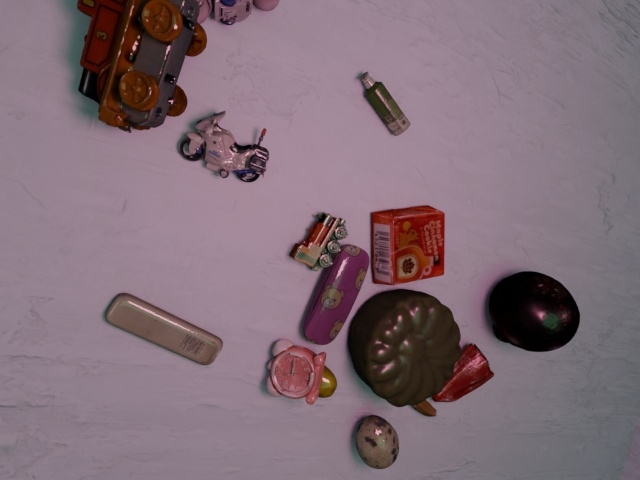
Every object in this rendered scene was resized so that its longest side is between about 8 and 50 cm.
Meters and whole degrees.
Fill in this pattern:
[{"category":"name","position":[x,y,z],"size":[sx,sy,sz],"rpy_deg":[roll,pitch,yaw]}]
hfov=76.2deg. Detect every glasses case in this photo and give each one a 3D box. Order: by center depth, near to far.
[{"category":"glasses case","position":[0.048,0.163,1.222],"size":[0.123,0.076,0.316],"rpy_deg":[24,90,-36]}]

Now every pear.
[{"category":"pear","position":[0.006,0.429,1.251],"size":[0.092,0.092,0.097],"rpy_deg":[4,81,-25]}]

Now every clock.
[{"category":"clock","position":[-0.074,0.378,1.182],"size":[0.162,0.093,0.166],"rpy_deg":[11,88,11]}]

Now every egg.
[{"category":"egg","position":[0.184,0.654,1.336],"size":[0.141,0.141,0.181],"rpy_deg":[-22,108,-20]}]

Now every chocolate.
[{"category":"chocolate","position":[0.284,0.016,1.294],"size":[0.235,0.108,0.237],"rpy_deg":[-7,100,-25]}]

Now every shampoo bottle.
[{"category":"shampoo bottle","position":[0.185,-0.404,1.199],"size":[0.065,0.065,0.204],"rpy_deg":[-48,114,-10]}]

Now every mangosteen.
[{"category":"mangosteen","position":[0.740,0.260,1.464],"size":[0.297,0.313,0.297],"rpy_deg":[16,54,-24]}]

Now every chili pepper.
[{"category":"chili pepper","position":[0.510,0.506,1.491],"size":[0.253,0.136,0.144],"rpy_deg":[-41,158,-2]}]

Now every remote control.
[{"category":"remote control","position":[-0.396,0.237,1.056],"size":[0.309,0.038,0.090],"rpy_deg":[34,85,-25]}]

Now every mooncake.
[{"category":"mooncake","position":[0.270,0.333,1.293],"size":[0.356,0.194,0.356],"rpy_deg":[-5,101,-25]}]

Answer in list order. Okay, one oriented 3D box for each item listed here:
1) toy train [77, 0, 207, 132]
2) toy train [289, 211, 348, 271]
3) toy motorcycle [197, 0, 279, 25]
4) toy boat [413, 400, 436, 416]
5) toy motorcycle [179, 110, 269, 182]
[{"category":"toy train","position":[-0.387,-0.419,0.861],"size":[0.232,0.163,0.369],"rpy_deg":[25,103,3]},{"category":"toy train","position":[0.000,0.000,1.181],"size":[0.118,0.074,0.176],"rpy_deg":[30,88,-22]},{"category":"toy motorcycle","position":[-0.221,-0.585,0.974],"size":[0.254,0.112,0.112],"rpy_deg":[-22,107,-18]},{"category":"toy boat","position":[0.355,0.589,1.455],"size":[0.149,0.049,0.047],"rpy_deg":[41,51,-23]},{"category":"toy motorcycle","position":[-0.228,-0.236,1.026],"size":[0.221,0.102,0.150],"rpy_deg":[20,111,-23]}]
